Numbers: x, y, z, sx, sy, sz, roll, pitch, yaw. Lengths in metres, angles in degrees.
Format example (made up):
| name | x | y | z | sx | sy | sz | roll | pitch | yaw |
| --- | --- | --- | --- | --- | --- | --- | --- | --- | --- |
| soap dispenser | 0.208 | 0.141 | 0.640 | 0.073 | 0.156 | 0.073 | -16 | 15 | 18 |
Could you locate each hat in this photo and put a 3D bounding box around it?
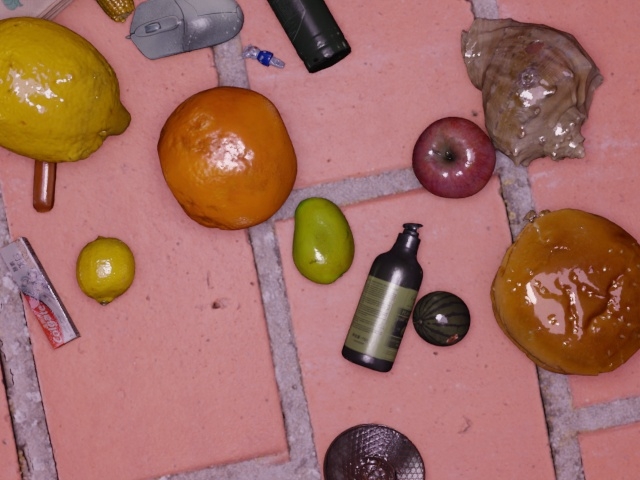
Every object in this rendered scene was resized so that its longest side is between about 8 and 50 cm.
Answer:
| name | x | y | z | sx | sy | sz | roll | pitch | yaw |
| --- | --- | --- | --- | --- | --- | --- | --- | --- | --- |
| hat | 0.098 | 0.448 | 1.794 | 0.193 | 0.082 | 0.193 | 2 | 52 | -3 |

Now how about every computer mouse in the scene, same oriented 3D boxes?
| name | x | y | z | sx | sy | sz | roll | pitch | yaw |
| --- | --- | --- | --- | --- | --- | --- | --- | --- | --- |
| computer mouse | -0.258 | -0.408 | 1.781 | 0.229 | 0.068 | 0.113 | -12 | 89 | -1 |

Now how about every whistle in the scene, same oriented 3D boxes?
| name | x | y | z | sx | sy | sz | roll | pitch | yaw |
| --- | --- | --- | --- | --- | --- | --- | --- | --- | --- |
| whistle | -0.108 | -0.346 | 1.804 | 0.083 | 0.029 | 0.033 | 23 | 71 | 2 |

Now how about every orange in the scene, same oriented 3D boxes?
| name | x | y | z | sx | sy | sz | roll | pitch | yaw |
| --- | --- | --- | --- | --- | --- | --- | --- | --- | --- |
| orange | -0.163 | -0.146 | 1.690 | 0.261 | 0.261 | 0.261 | 0 | 90 | -1 |

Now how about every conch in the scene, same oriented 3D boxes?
| name | x | y | z | sx | sy | sz | roll | pitch | yaw |
| --- | --- | --- | --- | --- | --- | --- | --- | --- | --- |
| conch | 0.402 | -0.294 | 1.751 | 0.263 | 0.186 | 0.324 | -34 | 92 | -19 |

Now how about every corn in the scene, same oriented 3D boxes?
| name | x | y | z | sx | sy | sz | roll | pitch | yaw |
| --- | --- | --- | --- | --- | --- | --- | --- | --- | --- |
| corn | -0.420 | -0.501 | 1.778 | 0.068 | 0.068 | 0.207 | -35 | 90 | -1 |

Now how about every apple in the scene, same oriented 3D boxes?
| name | x | y | z | sx | sy | sz | roll | pitch | yaw |
| --- | --- | --- | --- | --- | --- | --- | --- | --- | --- |
| apple | 0.249 | -0.150 | 1.760 | 0.153 | 0.120 | 0.153 | 0 | 90 | 21 |

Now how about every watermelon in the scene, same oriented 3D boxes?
| name | x | y | z | sx | sy | sz | roll | pitch | yaw |
| --- | --- | --- | --- | --- | --- | --- | --- | --- | --- |
| watermelon | 0.216 | 0.146 | 1.769 | 0.133 | 0.105 | 0.105 | 1 | 90 | -38 |

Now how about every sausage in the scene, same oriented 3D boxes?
| name | x | y | z | sx | sy | sz | roll | pitch | yaw |
| --- | --- | --- | --- | --- | --- | --- | --- | --- | --- |
| sausage | -0.519 | -0.117 | 1.790 | 0.039 | 0.041 | 0.131 | 5 | 90 | -6 |

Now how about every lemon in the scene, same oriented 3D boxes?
| name | x | y | z | sx | sy | sz | roll | pitch | yaw |
| --- | --- | --- | --- | --- | --- | --- | --- | --- | --- |
| lemon | -0.398 | 0.055 | 1.762 | 0.109 | 0.109 | 0.133 | -4 | 82 | -1 |
| lemon | -0.493 | -0.264 | 1.690 | 0.320 | 0.245 | 0.245 | 22 | 90 | -10 |

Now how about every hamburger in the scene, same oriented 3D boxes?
| name | x | y | z | sx | sy | sz | roll | pitch | yaw |
| --- | --- | --- | --- | --- | --- | --- | --- | --- | --- |
| hamburger | 0.468 | 0.094 | 1.752 | 0.314 | 0.170 | 0.290 | 42 | 83 | 0 |

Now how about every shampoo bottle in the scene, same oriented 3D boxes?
| name | x | y | z | sx | sy | sz | roll | pitch | yaw |
| --- | --- | --- | --- | --- | --- | --- | --- | --- | --- |
| shampoo bottle | 0.129 | 0.100 | 1.776 | 0.101 | 0.101 | 0.283 | 19 | 90 | -1 |

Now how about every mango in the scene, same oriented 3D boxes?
| name | x | y | z | sx | sy | sz | roll | pitch | yaw |
| --- | --- | --- | --- | --- | --- | --- | --- | --- | --- |
| mango | 0.007 | 0.001 | 1.779 | 0.117 | 0.089 | 0.163 | 3 | 90 | -1 |

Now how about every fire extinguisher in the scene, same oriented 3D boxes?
| name | x | y | z | sx | sy | sz | roll | pitch | yaw |
| --- | --- | --- | --- | --- | --- | --- | --- | --- | --- |
| fire extinguisher | -0.056 | -0.468 | 1.765 | 0.095 | 0.114 | 0.311 | -30 | 89 | -9 |

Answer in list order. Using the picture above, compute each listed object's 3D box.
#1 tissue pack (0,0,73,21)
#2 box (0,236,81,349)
| name | x | y | z | sx | sy | sz | roll | pitch | yaw |
| --- | --- | --- | --- | --- | --- | --- | --- | --- | --- |
| tissue pack | -0.484 | -0.520 | 1.719 | 0.325 | 0.071 | 0.170 | -33 | 88 | 21 |
| box | -0.530 | 0.099 | 1.792 | 0.055 | 0.039 | 0.218 | -28 | 91 | -2 |
